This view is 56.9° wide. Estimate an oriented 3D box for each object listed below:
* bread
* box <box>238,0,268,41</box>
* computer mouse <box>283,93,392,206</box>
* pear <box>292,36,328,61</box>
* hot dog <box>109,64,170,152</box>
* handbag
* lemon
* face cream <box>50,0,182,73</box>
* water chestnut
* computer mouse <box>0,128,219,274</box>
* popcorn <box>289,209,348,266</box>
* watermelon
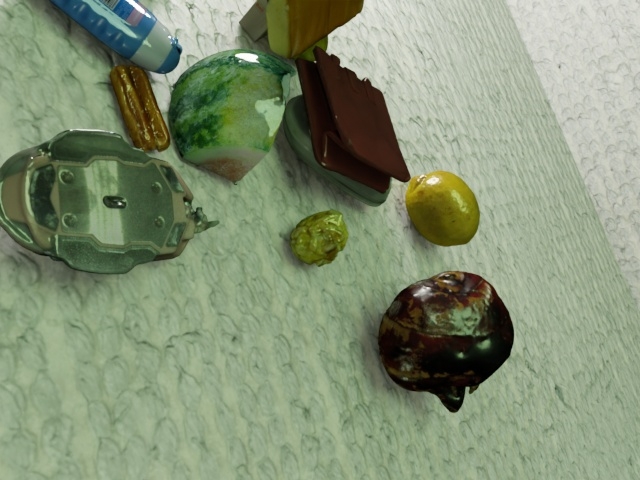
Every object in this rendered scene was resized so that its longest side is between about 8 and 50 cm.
[{"bbox_3d":[-0.004,-0.510,1.252,0.361,0.077,0.138,-51,150,-46],"label":"bread"},{"bbox_3d":[-0.080,-0.539,1.336,0.058,0.141,0.201,50,41,-8],"label":"box"},{"bbox_3d":[0.038,-0.195,1.319,0.331,0.095,0.197,32,46,-38],"label":"computer mouse"},{"bbox_3d":[-0.037,-0.468,1.375,0.131,0.107,0.107,-25,89,-59],"label":"pear"},{"bbox_3d":[-0.310,-0.228,1.008,0.071,0.045,0.165,-17,82,-48],"label":"hot dog"},{"bbox_3d":[0.073,-0.250,1.250,0.260,0.084,0.275,14,54,-49],"label":"handbag"},{"bbox_3d":[0.304,-0.080,1.475,0.207,0.170,0.170,57,41,-9],"label":"lemon"},{"bbox_3d":[-0.354,-0.387,1.012,0.264,0.083,0.149,37,32,-27],"label":"face cream"},{"bbox_3d":[0.256,0.201,1.214,0.289,0.289,0.244,-7,51,-48],"label":"water chestnut"},{"bbox_3d":[-0.305,-0.049,0.876,0.389,0.115,0.199,4,84,-58],"label":"computer mouse"},{"bbox_3d":[0.000,0.000,1.162,0.121,0.116,0.106,-41,119,-48],"label":"popcorn"},{"bbox_3d":[-0.160,-0.270,1.127,0.180,0.224,0.305,86,8,-54],"label":"watermelon"}]
